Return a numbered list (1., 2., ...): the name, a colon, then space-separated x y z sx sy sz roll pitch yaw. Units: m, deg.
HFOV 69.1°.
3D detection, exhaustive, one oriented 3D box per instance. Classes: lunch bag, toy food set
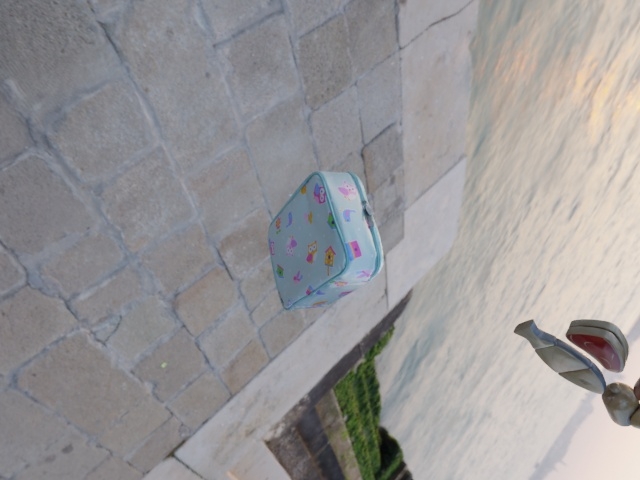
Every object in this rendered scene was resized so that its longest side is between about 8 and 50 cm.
1. lunch bag: 0.000 0.000 0.899 0.107 0.224 0.279 0 155 -32
2. toy food set: 0.179 0.079 0.261 0.019 0.122 0.078 -49 -176 -25
